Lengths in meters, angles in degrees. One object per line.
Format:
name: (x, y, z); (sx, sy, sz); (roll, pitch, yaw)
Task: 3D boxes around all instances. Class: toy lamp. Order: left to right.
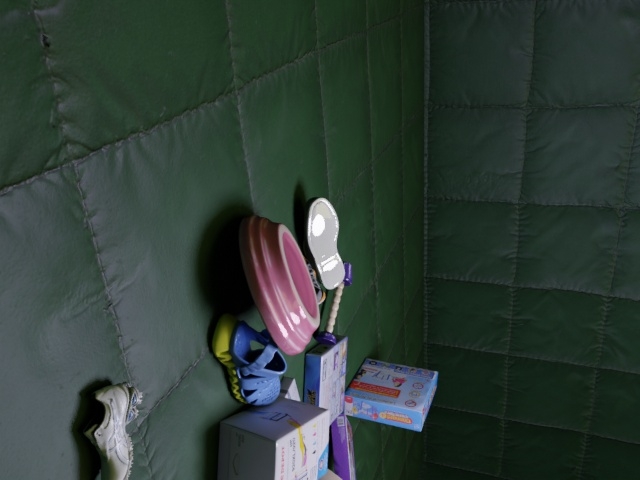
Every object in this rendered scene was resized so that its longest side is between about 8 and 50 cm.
toy lamp: (0.048, 0.200, 1.953); (0.080, 0.080, 0.275); (59, 44, -58)

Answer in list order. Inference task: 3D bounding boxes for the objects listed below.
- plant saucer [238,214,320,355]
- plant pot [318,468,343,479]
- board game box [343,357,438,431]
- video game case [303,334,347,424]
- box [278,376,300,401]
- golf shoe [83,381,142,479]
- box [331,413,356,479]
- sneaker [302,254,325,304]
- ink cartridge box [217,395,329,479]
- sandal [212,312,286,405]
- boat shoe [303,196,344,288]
plant saucer: (-0.082, 0.091, 1.366); (0.332, 0.084, 0.333); (-19, 90, -82)
plant pot: (-0.060, 0.763, 1.618); (0.274, 0.256, 0.257); (-53, 146, -27)
board game box: (0.278, 0.593, 2.339); (0.302, 0.307, 0.086); (-39, 133, -62)
video game case: (0.016, 0.469, 1.955); (0.244, 0.061, 0.270); (-14, 109, -67)
box: (-0.109, 0.498, 1.662); (0.186, 0.038, 0.145); (-59, 147, -47)
golf shoe: (-0.348, 0.319, 0.966); (0.086, 0.069, 0.176); (10, 82, -49)
box: (0.083, 0.771, 2.067); (0.201, 0.057, 0.294); (72, 12, -58)
sneaker: (-0.048, 0.110, 1.606); (0.215, 0.084, 0.083); (-116, -177, -60)
ink cartridge box: (-0.108, 0.498, 1.426); (0.232, 0.168, 0.172); (-7, 101, -58)
sandal: (-0.141, 0.293, 1.385); (0.318, 0.138, 0.126); (72, 28, -50)
boat shoe: (-0.004, 0.002, 1.741); (0.109, 0.091, 0.305); (-27, 127, -22)
